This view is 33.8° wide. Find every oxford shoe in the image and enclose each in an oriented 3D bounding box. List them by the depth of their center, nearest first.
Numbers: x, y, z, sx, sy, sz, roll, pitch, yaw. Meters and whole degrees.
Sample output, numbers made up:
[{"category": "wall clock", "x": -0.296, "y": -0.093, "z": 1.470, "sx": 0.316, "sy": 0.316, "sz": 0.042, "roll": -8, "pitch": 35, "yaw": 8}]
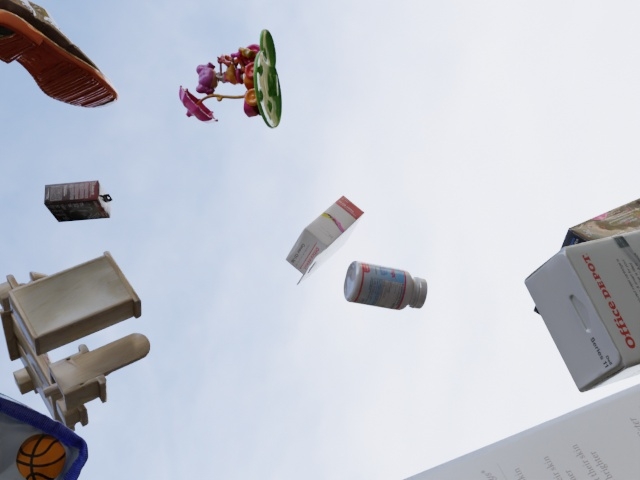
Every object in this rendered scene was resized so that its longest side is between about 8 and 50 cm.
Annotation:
[{"category": "oxford shoe", "x": -0.390, "y": -0.284, "z": 1.542, "sx": 0.271, "sy": 0.097, "sz": 0.098, "roll": 39, "pitch": -139, "yaw": -53}]

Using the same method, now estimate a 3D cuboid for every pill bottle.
[{"category": "pill bottle", "x": 0.134, "y": 0.096, "z": 2.163, "sx": 0.160, "sy": 0.087, "sz": 0.087, "roll": 11, "pitch": -92, "yaw": -16}]

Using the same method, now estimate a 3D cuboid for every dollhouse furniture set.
[{"category": "dollhouse furniture set", "x": -0.385, "y": 0.208, "z": 1.732, "sx": 0.174, "sy": 0.303, "sz": 0.355, "roll": -22, "pitch": -35, "yaw": -24}]

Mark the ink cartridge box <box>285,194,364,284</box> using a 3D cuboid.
[{"category": "ink cartridge box", "x": 0.000, "y": 0.000, "z": 2.250, "sx": 0.198, "sy": 0.067, "sz": 0.115, "roll": -42, "pitch": -12, "yaw": -46}]

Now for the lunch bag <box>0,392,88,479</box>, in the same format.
[{"category": "lunch bag", "x": -0.445, "y": 0.337, "z": 1.134, "sx": 0.239, "sy": 0.328, "sz": 0.385, "roll": 35, "pitch": -110, "yaw": -17}]

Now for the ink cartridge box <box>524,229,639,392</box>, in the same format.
[{"category": "ink cartridge box", "x": 0.360, "y": 0.074, "z": 1.219, "sx": 0.208, "sy": 0.087, "sz": 0.153, "roll": -9, "pitch": -114, "yaw": -33}]

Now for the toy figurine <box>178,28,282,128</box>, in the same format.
[{"category": "toy figurine", "x": -0.159, "y": -0.261, "z": 1.759, "sx": 0.130, "sy": 0.159, "sz": 0.173, "roll": 42, "pitch": -135, "yaw": -68}]

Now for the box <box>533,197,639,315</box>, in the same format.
[{"category": "box", "x": 0.477, "y": 0.055, "z": 1.653, "sx": 0.247, "sy": 0.142, "sz": 0.163, "roll": -18, "pitch": -46, "yaw": -45}]

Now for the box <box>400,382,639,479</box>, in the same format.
[{"category": "box", "x": 0.208, "y": 0.245, "z": 0.712, "sx": 0.345, "sy": 0.215, "sz": 0.168, "roll": -20, "pitch": -47, "yaw": -6}]

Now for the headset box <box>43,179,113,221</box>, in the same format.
[{"category": "headset box", "x": -0.326, "y": -0.053, "z": 1.437, "sx": 0.062, "sy": 0.083, "sz": 0.032, "roll": 74, "pitch": -169, "yaw": -67}]
